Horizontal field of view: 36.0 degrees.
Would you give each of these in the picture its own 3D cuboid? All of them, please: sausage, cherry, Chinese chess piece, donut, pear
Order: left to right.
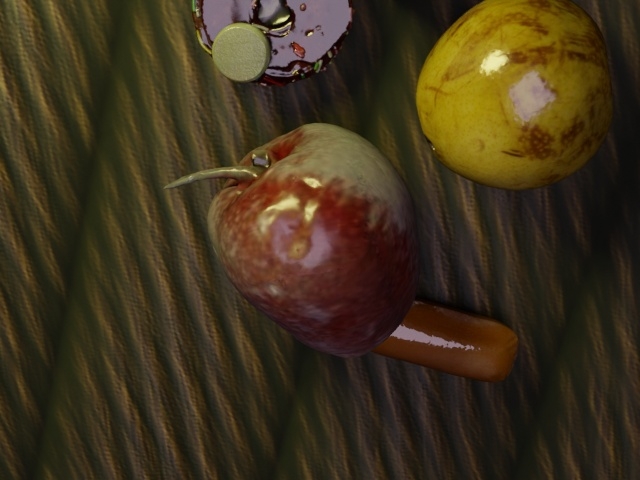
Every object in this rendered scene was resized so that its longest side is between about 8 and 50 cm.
[{"bbox_3d":[-0.111,-0.264,1.389,0.084,0.034,0.084,2,108,6],"label":"Chinese chess piece"},{"bbox_3d":[-0.069,-0.338,1.426,0.235,0.089,0.235,0,107,1],"label":"donut"},{"bbox_3d":[-0.002,-0.007,1.420,0.291,0.326,0.335,-31,137,12],"label":"cherry"},{"bbox_3d":[0.177,0.150,1.563,0.275,0.105,0.105,15,107,-2],"label":"sausage"},{"bbox_3d":[0.269,-0.203,1.368,0.281,0.280,0.280,1,107,2],"label":"pear"}]
